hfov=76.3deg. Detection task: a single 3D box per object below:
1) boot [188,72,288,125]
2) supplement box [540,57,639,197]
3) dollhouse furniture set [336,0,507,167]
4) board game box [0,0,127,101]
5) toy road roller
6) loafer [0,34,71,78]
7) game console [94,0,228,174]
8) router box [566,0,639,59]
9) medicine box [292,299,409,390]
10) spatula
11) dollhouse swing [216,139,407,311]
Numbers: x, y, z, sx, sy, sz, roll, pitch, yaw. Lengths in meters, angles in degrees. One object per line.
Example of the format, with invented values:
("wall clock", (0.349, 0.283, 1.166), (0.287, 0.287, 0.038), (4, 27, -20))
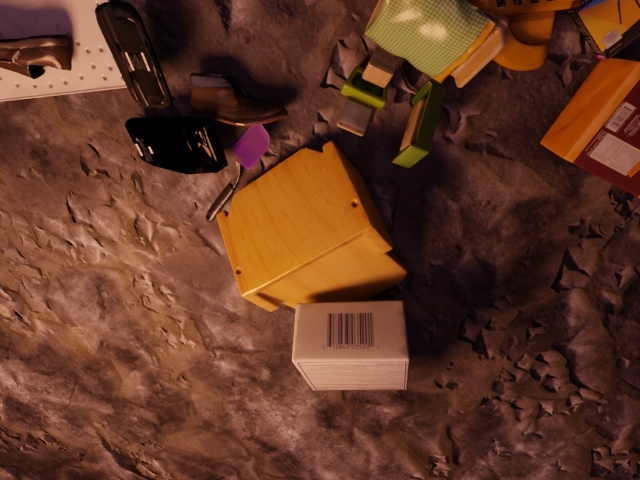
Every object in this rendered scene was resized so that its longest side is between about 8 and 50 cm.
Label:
("boot", (-0.182, -0.306, 0.873), (0.219, 0.082, 0.106), (0, 120, 9))
("supplement box", (0.594, -0.218, 0.795), (0.194, 0.129, 0.191), (25, 117, -6))
("dollhouse furniture set", (0.147, -0.273, 0.712), (0.197, 0.301, 0.152), (21, 79, -7))
("board game box", (-0.613, -0.506, 0.839), (0.389, 0.050, 0.390), (-3, 118, 9))
("toy road roller", (0.281, -0.418, 0.691), (0.329, 0.203, 0.241), (-3, 123, 7))
("loafer", (-0.615, -0.370, 0.835), (0.219, 0.080, 0.079), (-2, 117, 8))
("game console", (-0.338, -0.296, 0.851), (0.213, 0.044, 0.362), (6, 135, 18))
("router box", (0.558, -0.442, 0.729), (0.179, 0.046, 0.133), (-40, 107, 23))
("medicine box", (0.088, 0.279, 1.044), (0.263, 0.149, 0.289), (-3, 147, 9))
("spatula", (-0.209, -0.148, 0.979), (0.084, 0.030, 0.296), (54, 125, 24))
("dollhouse swing", (0.000, 0.000, 1.023), (0.346, 0.305, 0.315), (-30, 69, 21))
